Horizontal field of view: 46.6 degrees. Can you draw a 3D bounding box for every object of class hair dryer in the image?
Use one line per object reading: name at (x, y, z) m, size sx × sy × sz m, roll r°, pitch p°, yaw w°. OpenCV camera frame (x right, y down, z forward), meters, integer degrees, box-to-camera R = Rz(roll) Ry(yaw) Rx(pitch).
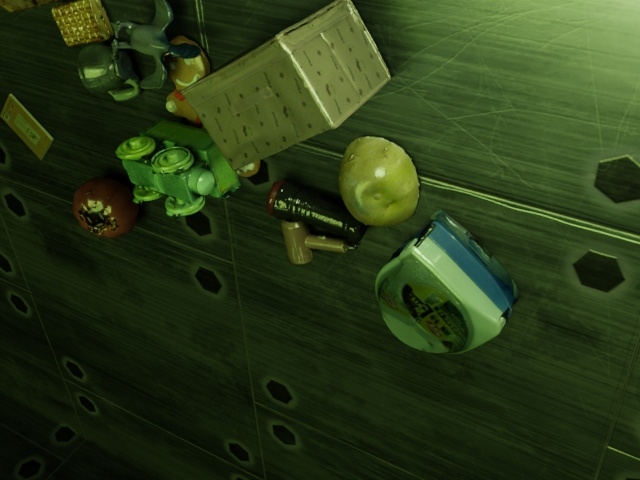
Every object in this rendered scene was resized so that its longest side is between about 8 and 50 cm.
hair dryer at (0.000, 0.000, 1.718) m, size 0.181 × 0.064 × 0.117 m, roll 6°, pitch 126°, yaw 24°

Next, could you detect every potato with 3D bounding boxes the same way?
potato at (0.102, -0.099, 1.512) m, size 0.182 × 0.117 × 0.202 m, roll 16°, pitch 131°, yaw 23°

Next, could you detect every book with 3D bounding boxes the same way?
book at (-0.840, -0.323, 2.121) m, size 0.172 × 0.012 × 0.118 m, roll 48°, pitch 138°, yaw -6°

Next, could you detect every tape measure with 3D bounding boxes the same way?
tape measure at (0.243, 0.112, 1.559) m, size 0.259 × 0.138 × 0.262 m, roll 46°, pitch 138°, yaw -2°

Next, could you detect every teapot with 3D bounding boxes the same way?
teapot at (-0.488, -0.385, 1.732) m, size 0.108 × 0.111 × 0.149 m, roll -1°, pitch 118°, yaw 21°

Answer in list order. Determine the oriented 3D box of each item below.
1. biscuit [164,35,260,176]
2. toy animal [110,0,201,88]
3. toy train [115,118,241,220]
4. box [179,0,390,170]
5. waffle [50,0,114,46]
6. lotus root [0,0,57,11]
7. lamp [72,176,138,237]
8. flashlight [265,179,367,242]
biscuit at (-0.269, -0.294, 1.684) m, size 0.215 × 0.047 × 0.340 m, roll 5°, pitch 127°, yaw 33°
toy animal at (-0.360, -0.423, 1.594) m, size 0.255 × 0.176 × 0.239 m, roll -120°, pitch 37°, yaw -55°
toy train at (-0.321, -0.168, 1.657) m, size 0.271 × 0.188 × 0.159 m, roll 19°, pitch 136°, yaw 34°
box at (-0.066, -0.290, 1.395) m, size 0.297 × 0.225 × 0.191 m, roll -13°, pitch 114°, yaw 45°
waffle at (-0.553, -0.510, 1.724) m, size 0.148 × 0.042 × 0.103 m, roll 3°, pitch 124°, yaw 36°
lotus root at (-0.709, -0.643, 1.635) m, size 0.193 × 0.193 × 0.291 m, roll -1°, pitch 123°, yaw 38°
lamp at (-0.584, -0.094, 2.032) m, size 0.181 × 0.140 × 0.182 m, roll 8°, pitch 129°, yaw 9°
flashlight at (-0.004, -0.065, 1.648) m, size 0.231 × 0.093 × 0.093 m, roll 18°, pitch 133°, yaw 18°
